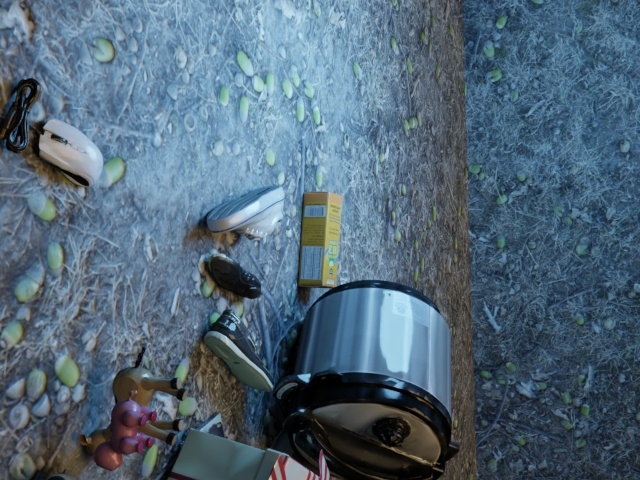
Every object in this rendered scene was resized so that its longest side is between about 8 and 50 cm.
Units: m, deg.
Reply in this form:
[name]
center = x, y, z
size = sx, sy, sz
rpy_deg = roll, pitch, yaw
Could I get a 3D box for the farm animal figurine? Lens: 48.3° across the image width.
[farm animal figurine]
center = -0.325, 0.374, 1.057
size = 0.330, 0.172, 0.326
rpy_deg = -64, 156, -53

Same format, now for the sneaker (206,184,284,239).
[sneaker]
center = -0.138, -0.044, 1.458
size = 0.258, 0.094, 0.091
rpy_deg = -33, 115, -59

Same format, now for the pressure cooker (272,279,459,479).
[pressure cooker]
center = 0.107, 0.343, 1.592
size = 0.420, 0.370, 0.375
rpy_deg = -81, 159, -46

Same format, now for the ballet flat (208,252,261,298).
[ballet flat]
center = -0.179, 0.071, 1.453
size = 0.057, 0.049, 0.173
rpy_deg = -41, 142, 2

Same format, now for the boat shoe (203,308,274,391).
[boat shoe]
center = -0.150, 0.233, 1.458
size = 0.233, 0.084, 0.079
rpy_deg = 60, 41, -40

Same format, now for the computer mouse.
[computer mouse]
center = -0.377, -0.143, 1.049
size = 0.193, 0.042, 0.106
rpy_deg = 42, 53, -55

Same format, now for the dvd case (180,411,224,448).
[dvd case]
center = -0.226, 0.402, 1.392
size = 0.119, 0.013, 0.087
rpy_deg = -31, 118, -57

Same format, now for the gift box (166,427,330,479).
[gift box]
center = -0.127, 0.483, 1.297
size = 0.255, 0.258, 0.276
rpy_deg = 49, 56, -53

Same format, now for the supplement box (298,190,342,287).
[supplement box]
center = 0.000, 0.000, 1.745
size = 0.078, 0.080, 0.233
rpy_deg = 11, 83, -60

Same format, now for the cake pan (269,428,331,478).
[cake pan]
center = -0.052, 0.582, 1.691
size = 0.293, 0.054, 0.293
rpy_deg = -6, 97, -62
